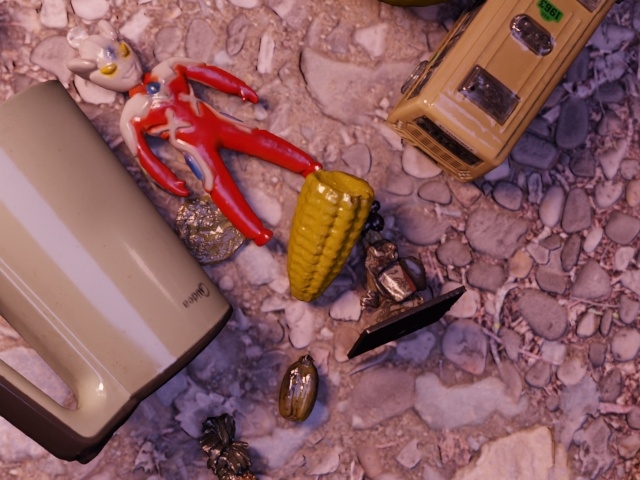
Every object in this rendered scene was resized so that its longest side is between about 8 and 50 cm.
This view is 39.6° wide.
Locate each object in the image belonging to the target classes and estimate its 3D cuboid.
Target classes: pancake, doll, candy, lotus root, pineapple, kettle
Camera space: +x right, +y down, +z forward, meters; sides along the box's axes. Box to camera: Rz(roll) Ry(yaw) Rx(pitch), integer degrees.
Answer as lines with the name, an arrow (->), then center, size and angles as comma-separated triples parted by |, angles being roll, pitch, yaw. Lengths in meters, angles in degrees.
pancake -> -0.155, -0.016, 1.265 | 0.108, 0.017, 0.108 | 0, 89, -11
doll -> -0.185, -0.164, 1.225 | 0.384, 0.099, 0.188 | 36, 74, -10
candy -> 0.000, 0.000, 1.236 | 0.094, 0.106, 0.199 | 7, 119, -25
lotus root -> -0.029, 0.209, 1.266 | 0.054, 0.049, 0.099 | 13, 87, -1
pineapple -> -0.122, 0.320, 1.239 | 0.074, 0.074, 0.159 | -21, 87, -10
kettle -> -0.326, 0.044, 1.081 | 0.250, 0.361, 0.377 | -34, 100, 32

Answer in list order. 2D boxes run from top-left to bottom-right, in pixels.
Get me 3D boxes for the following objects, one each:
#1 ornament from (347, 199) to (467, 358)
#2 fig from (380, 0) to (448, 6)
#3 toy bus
ornament -> 0.078, 0.040, 1.258 | 0.153, 0.166, 0.196 | -20, 73, -16
fig -> 0.124, -0.485, 1.166 | 0.343, 0.343, 0.344 | 0, 88, -11
toy bus -> 0.270, -0.272, 1.260 | 0.177, 0.202, 0.365 | 36, 82, -7
